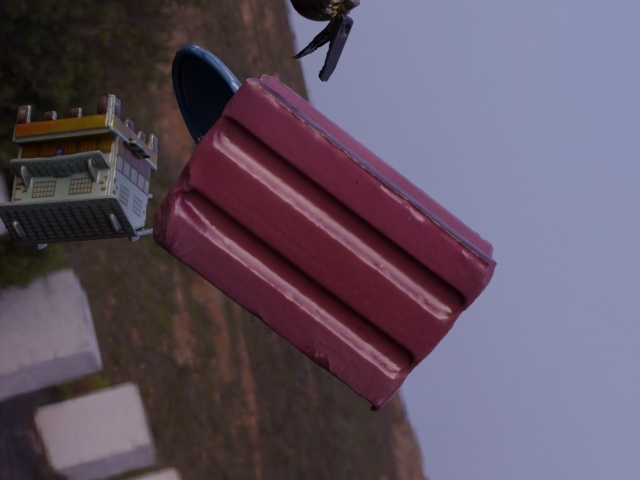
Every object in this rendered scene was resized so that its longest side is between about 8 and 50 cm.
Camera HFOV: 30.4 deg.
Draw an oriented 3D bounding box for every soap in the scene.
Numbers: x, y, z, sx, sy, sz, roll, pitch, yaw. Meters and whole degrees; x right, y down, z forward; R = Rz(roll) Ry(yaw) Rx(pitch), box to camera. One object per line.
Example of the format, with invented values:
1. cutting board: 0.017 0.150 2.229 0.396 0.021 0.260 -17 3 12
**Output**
1. soap: 0.000 0.000 1.387 0.359 0.233 0.128 38 15 -3

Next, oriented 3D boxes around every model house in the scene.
1. model house: -0.396 -0.100 1.947 0.198 0.224 0.215 52 37 -62

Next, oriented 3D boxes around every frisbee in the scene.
1. frisbee: -0.132 -0.173 1.681 0.242 0.045 0.242 46 -25 28

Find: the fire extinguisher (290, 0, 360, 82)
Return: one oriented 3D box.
1. fire extinguisher: -0.020 -0.363 1.550 0.138 0.102 0.344 -38 -125 33
